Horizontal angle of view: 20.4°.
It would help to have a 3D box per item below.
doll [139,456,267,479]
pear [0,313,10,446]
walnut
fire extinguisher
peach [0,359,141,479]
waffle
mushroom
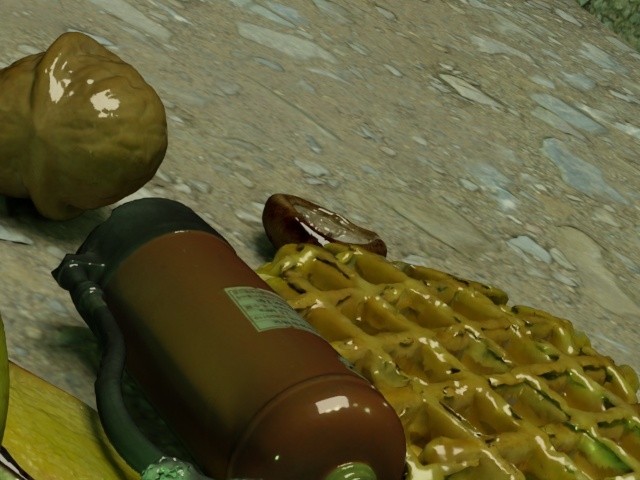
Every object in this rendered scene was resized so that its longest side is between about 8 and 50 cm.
[{"bbox_3d":[0.046,0.211,0.896,0.340,0.158,0.246,27,12,-35],"label":"doll"},{"bbox_3d":[-0.271,0.055,0.766,0.284,0.283,0.283,25,20,-10],"label":"pear"},{"bbox_3d":[-0.196,-0.089,1.397,0.167,0.149,0.166,5,5,0],"label":"walnut"},{"bbox_3d":[-0.067,0.104,1.110,0.200,0.113,0.376,-12,32,-28],"label":"fire extinguisher"},{"bbox_3d":[-0.125,0.155,0.993,0.279,0.068,0.189,39,10,-26],"label":"peach"},{"bbox_3d":[0.113,0.125,1.363,0.382,0.095,0.379,21,23,-14],"label":"waffle"},{"bbox_3d":[0.000,0.000,1.565,0.123,0.052,0.123,28,12,-7],"label":"mushroom"}]
